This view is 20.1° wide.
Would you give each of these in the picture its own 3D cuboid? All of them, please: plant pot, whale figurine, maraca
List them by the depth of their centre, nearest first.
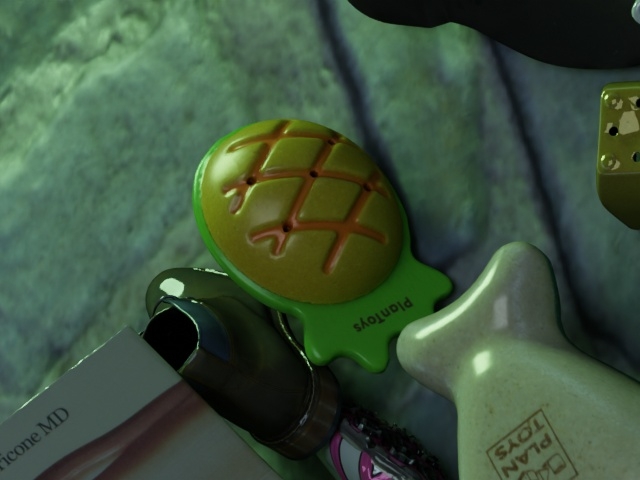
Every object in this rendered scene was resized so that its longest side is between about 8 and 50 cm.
[{"bbox_3d":[0.150,0.134,0.957,0.216,0.141,0.272,-43,59,20],"label":"whale figurine"},{"bbox_3d":[0.192,-0.053,1.000,0.081,0.083,0.081,-1,80,33],"label":"plant pot"},{"bbox_3d":[0.000,0.000,1.104,0.127,0.099,0.185,-29,67,-23],"label":"maraca"}]

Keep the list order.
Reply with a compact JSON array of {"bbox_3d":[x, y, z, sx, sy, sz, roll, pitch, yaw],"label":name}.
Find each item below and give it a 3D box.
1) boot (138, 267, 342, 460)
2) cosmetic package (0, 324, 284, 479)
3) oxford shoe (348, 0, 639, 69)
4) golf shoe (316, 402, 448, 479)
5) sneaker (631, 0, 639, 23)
[{"bbox_3d":[-0.078,0.051,1.115,0.082,0.106,0.219,-57,37,1],"label":"boot"},{"bbox_3d":[-0.064,0.211,0.990,0.296,0.153,0.129,42,149,12],"label":"cosmetic package"},{"bbox_3d":[0.117,-0.161,1.084,0.212,0.076,0.076,19,52,25],"label":"oxford shoe"},{"bbox_3d":[0.045,0.166,1.063,0.186,0.067,0.086,42,103,32],"label":"golf shoe"},{"bbox_3d":[0.263,-0.097,0.939,0.212,0.094,0.080,16,110,27],"label":"sneaker"}]
